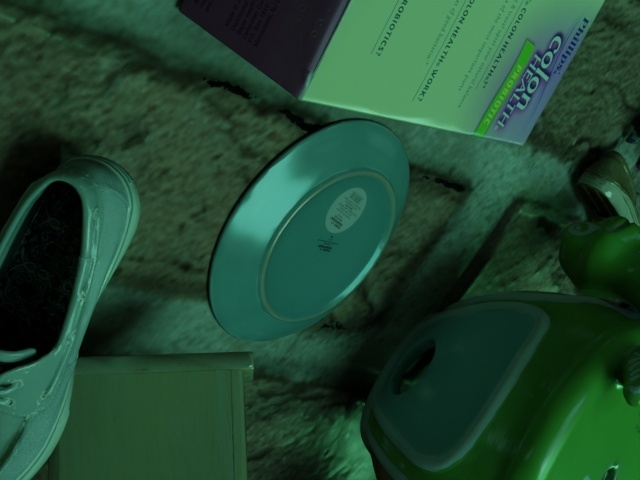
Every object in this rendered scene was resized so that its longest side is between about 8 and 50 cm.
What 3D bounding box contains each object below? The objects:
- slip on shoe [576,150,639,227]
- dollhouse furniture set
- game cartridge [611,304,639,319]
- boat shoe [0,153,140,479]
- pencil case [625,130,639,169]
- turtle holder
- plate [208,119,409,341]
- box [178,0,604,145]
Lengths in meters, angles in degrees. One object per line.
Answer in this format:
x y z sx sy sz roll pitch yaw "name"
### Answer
0.261 -0.031 1.431 0.041 0.051 0.135 -56 142 -14 "slip on shoe"
-0.159 0.212 1.139 0.286 0.198 0.303 -2 163 -3 "dollhouse furniture set"
0.415 0.173 1.640 0.068 0.230 0.355 -45 149 16 "game cartridge"
-0.179 0.055 0.946 0.227 0.079 0.081 -66 167 11 "boat shoe"
0.374 -0.141 1.416 0.236 0.104 0.104 -49 147 1 "pencil case"
0.173 0.130 1.308 0.243 0.227 0.320 10 102 -56 "turtle holder"
0.000 0.000 1.169 0.188 0.024 0.188 -30 141 -27 "plate"
0.072 -0.188 0.990 0.243 0.117 0.213 6 117 -51 "box"
